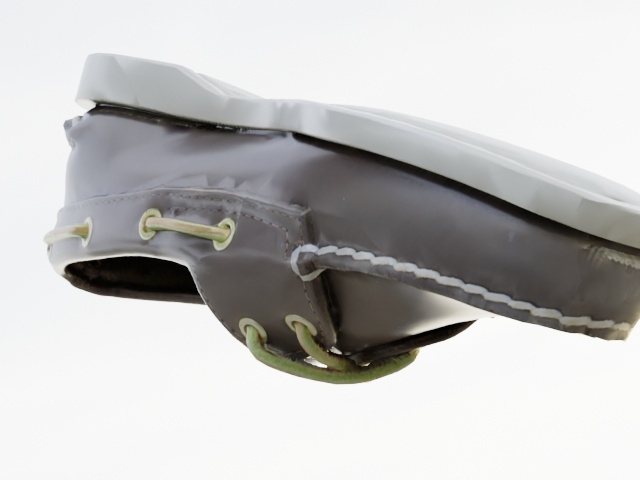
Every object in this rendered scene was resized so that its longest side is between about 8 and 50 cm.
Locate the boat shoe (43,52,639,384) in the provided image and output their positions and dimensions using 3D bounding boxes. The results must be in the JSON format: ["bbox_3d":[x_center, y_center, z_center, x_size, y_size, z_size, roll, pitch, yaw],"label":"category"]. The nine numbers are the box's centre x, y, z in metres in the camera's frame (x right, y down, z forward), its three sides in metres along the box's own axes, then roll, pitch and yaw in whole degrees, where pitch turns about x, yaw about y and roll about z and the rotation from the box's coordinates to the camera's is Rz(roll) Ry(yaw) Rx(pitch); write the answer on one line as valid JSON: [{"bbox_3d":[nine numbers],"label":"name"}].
[{"bbox_3d":[0.000,0.000,0.717,0.116,0.097,0.324,19,-2,-38],"label":"boat shoe"}]
